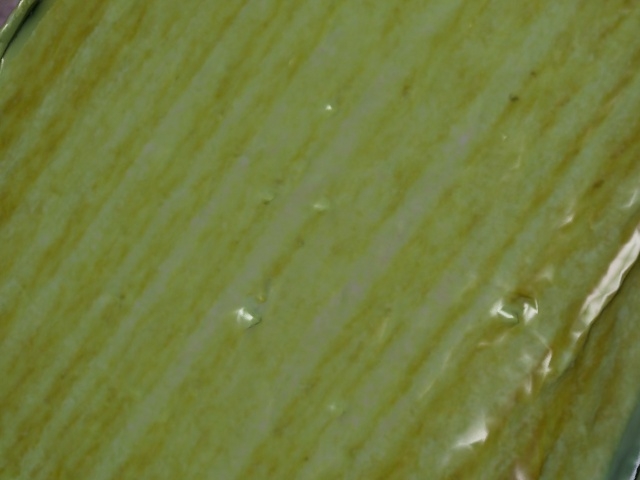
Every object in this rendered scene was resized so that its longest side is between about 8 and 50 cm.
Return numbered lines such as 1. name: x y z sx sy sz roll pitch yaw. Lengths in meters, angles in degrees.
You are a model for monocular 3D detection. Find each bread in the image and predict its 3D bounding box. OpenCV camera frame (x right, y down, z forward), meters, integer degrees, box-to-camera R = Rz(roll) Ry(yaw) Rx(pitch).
1. bread: -0.005 0.000 0.623 0.301 0.045 0.301 -7 72 24
